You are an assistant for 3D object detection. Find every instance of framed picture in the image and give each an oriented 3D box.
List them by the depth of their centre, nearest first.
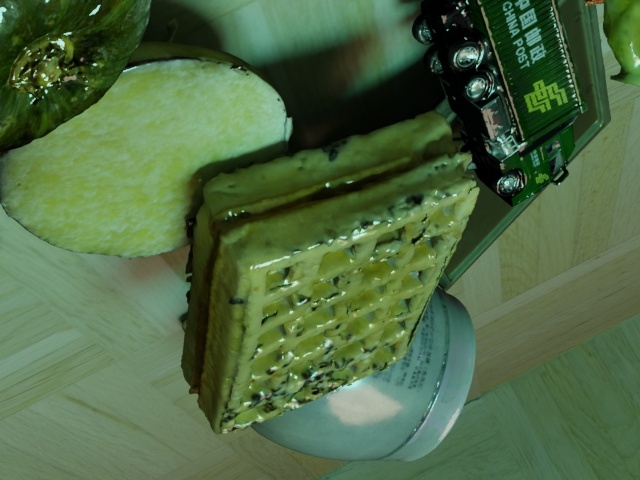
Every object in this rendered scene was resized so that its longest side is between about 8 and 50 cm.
[{"bbox_3d":[0.213,-0.111,1.520,0.326,0.028,0.446,-46,159,-2],"label":"framed picture"}]

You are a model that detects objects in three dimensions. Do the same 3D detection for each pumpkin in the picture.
[{"bbox_3d":[-0.217,-0.157,0.852,0.224,0.157,0.223,-40,159,-18],"label":"pumpkin"}]

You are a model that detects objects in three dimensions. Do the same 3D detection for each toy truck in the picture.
[{"bbox_3d":[0.177,-0.158,1.261,0.121,0.088,0.259,-33,133,-7],"label":"toy truck"}]

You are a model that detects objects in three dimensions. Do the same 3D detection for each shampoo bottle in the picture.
[{"bbox_3d":[0.033,0.141,1.633,0.266,0.273,0.273,22,134,-27],"label":"shampoo bottle"}]

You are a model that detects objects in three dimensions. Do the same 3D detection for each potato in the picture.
[{"bbox_3d":[-0.156,-0.101,1.111,0.239,0.116,0.299,-34,155,19],"label":"potato"}]

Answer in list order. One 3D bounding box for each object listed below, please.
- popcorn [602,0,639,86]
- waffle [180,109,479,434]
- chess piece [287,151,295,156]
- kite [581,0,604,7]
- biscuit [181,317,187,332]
[{"bbox_3d":[0.375,-0.269,1.140,0.335,0.274,0.279,-62,169,11],"label":"popcorn"},{"bbox_3d":[-0.001,0.040,1.288,0.261,0.114,0.376,-22,154,-21],"label":"waffle"},{"bbox_3d":[0.010,-0.050,1.446,0.243,0.133,0.133,-16,157,-44],"label":"chess piece"},{"bbox_3d":[0.364,-0.293,1.421,0.222,0.008,0.125,-34,166,-6],"label":"kite"},{"bbox_3d":[-0.118,0.122,1.814,0.131,0.025,0.231,-25,159,-5],"label":"biscuit"}]
